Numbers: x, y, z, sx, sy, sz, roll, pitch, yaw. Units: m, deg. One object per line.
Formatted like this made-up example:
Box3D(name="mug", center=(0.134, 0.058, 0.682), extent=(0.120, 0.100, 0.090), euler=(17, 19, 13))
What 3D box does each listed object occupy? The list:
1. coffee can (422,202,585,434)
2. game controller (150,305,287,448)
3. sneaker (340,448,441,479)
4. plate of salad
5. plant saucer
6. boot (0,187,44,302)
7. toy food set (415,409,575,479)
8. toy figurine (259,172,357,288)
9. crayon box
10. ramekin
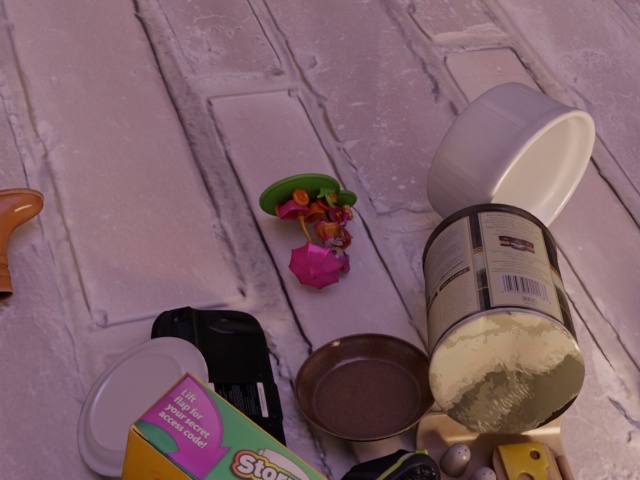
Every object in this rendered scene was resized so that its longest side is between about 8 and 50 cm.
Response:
Box3D(name="coffee can", center=(0.245, 0.102, 1.439), extent=(0.201, 0.202, 0.275), euler=(12, 32, -3))
Box3D(name="game controller", center=(-0.134, 0.222, 1.389), extent=(0.166, 0.067, 0.319), euler=(9, 47, -26))
Box3D(name="sneaker", center=(0.048, 0.340, 1.324), extent=(0.234, 0.084, 0.097), euler=(-25, 15, -17))
Box3D(name="plate of salad", center=(-0.224, 0.215, 1.328), extent=(0.199, 0.048, 0.200), euler=(-18, 46, 20))
Box3D(name="plant saucer", center=(0.063, 0.209, 1.428), extent=(0.198, 0.036, 0.199), euler=(-4, 38, 3))
Box3D(name="boot", center=(-0.463, 0.017, 1.472), extent=(0.197, 0.073, 0.152), euler=(-26, 58, -18))
Box3D(name="toy food set", center=(0.266, 0.353, 1.342), extent=(0.219, 0.092, 0.306), euler=(-2, 50, -15))
Box3D(name="toy figurine", center=(0.000, 0.000, 1.597), extent=(0.173, 0.130, 0.159), euler=(9, 57, -40))
Box3D(name="crayon box", center=(-0.053, 0.356, 1.103), extent=(0.363, 0.313, 0.106), euler=(35, 51, 15))
Box3D(name="ramekin", center=(0.297, -0.117, 1.650), extent=(0.277, 0.277, 0.135), euler=(-29, 54, -33))
